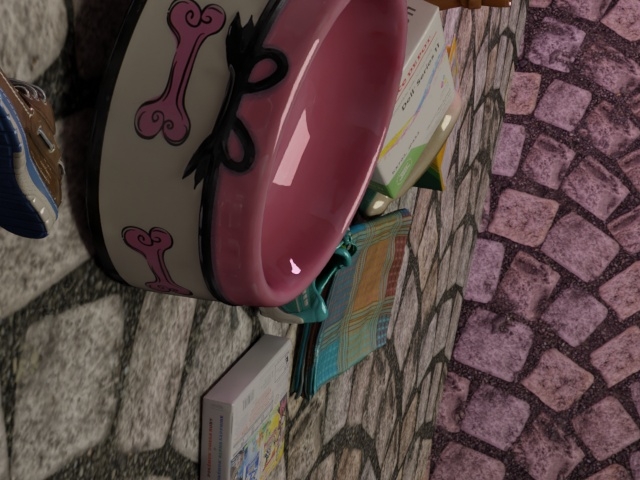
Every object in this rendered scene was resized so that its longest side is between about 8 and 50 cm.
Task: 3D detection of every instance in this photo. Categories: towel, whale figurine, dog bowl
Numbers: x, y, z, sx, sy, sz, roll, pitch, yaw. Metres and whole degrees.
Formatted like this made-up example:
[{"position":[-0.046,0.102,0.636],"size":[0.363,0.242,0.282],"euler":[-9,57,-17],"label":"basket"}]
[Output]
[{"position":[0.065,0.094,1.714],"size":[0.370,0.040,0.271],"euler":[-20,124,-65],"label":"towel"},{"position":[0.128,-0.166,1.766],"size":[0.272,0.141,0.216],"euler":[-55,176,-2],"label":"whale figurine"},{"position":[-0.047,-0.118,0.982],"size":[0.408,0.150,0.408],"euler":[-58,162,-32],"label":"dog bowl"}]

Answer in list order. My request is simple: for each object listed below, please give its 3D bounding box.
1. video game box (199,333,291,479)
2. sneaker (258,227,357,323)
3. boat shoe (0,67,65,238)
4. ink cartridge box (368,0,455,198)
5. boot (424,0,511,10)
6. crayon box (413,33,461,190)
[{"position":[-0.097,0.246,1.338],"size":[0.205,0.048,0.187],"euler":[-43,138,-64],"label":"video game box"},{"position":[0.000,0.000,1.409],"size":[0.107,0.110,0.275],"euler":[76,28,-55],"label":"sneaker"},{"position":[-0.220,-0.076,0.705],"size":[0.183,0.066,0.066],"euler":[93,10,-58],"label":"boat shoe"},{"position":[0.080,-0.219,1.440],"size":[0.207,0.119,0.353],"euler":[-59,161,-8],"label":"ink cartridge box"},{"position":[0.165,-0.440,1.389],"size":[0.109,0.220,0.283],"euler":[-61,156,-49],"label":"boot"},{"position":[0.218,-0.251,2.037],"size":[0.323,0.083,0.203],"euler":[62,40,-70],"label":"crayon box"}]
